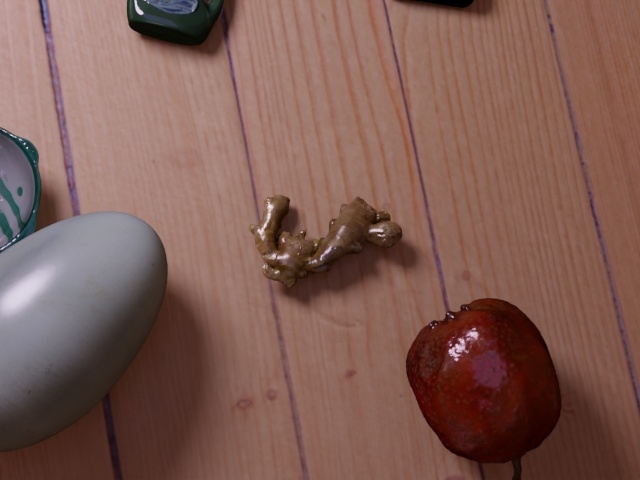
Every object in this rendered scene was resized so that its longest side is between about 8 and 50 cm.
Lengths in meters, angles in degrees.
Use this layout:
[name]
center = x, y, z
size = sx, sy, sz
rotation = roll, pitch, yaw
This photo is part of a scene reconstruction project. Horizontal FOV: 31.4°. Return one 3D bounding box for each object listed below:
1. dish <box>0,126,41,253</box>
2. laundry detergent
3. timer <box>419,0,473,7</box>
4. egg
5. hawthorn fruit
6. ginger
[dish]
center = -0.491, -0.051, 1.559
size = 0.246, 0.078, 0.224
rotation = -36, 85, -12
[laundry detergent]
center = -0.201, -0.396, 1.667
size = 0.137, 0.063, 0.211
rotation = 14, 76, -6
[timer]
center = 0.173, -0.453, 1.722
size = 0.144, 0.055, 0.187
rotation = 7, 78, -5
[egg]
center = -0.349, 0.112, 1.469
size = 0.230, 0.230, 0.371
rotation = 44, 72, 3
[hawthorn fruit]
center = 0.231, 0.209, 1.538
size = 0.205, 0.205, 0.253
rotation = -27, 91, -10
[ginger]
center = 0.000, 0.000, 1.622
size = 0.193, 0.052, 0.176
rotation = 30, 77, 8
